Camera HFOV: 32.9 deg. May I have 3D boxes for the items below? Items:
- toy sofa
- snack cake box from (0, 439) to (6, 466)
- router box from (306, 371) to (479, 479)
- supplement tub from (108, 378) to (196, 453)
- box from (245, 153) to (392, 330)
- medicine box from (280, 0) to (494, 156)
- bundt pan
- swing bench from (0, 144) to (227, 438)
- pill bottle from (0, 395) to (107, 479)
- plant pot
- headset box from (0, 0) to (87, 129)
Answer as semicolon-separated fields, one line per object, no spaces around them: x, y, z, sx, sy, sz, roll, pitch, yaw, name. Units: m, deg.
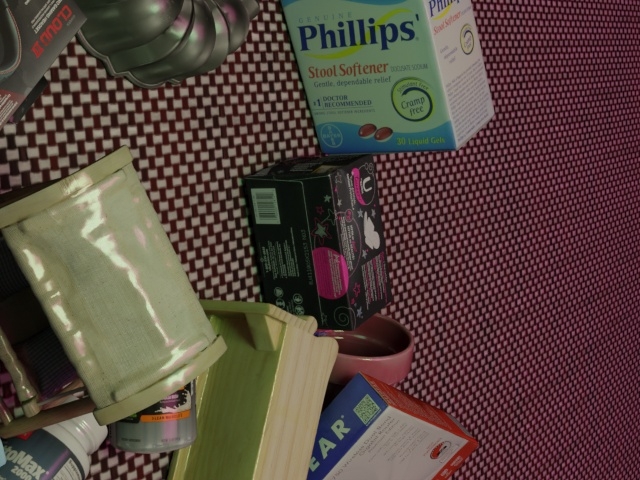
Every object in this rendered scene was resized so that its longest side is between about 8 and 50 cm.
-0.111;0.274;1.555;0.177;0.150;0.362;29;68;-49;toy sofa
-0.433;0.123;1.104;0.089;0.152;0.264;-32;116;-49;snack cake box
0.051;0.387;1.697;0.335;0.082;0.301;-50;141;8;router box
-0.222;0.176;1.428;0.117;0.117;0.190;-6;95;-54;supplement tub
0.000;0.000;1.690;0.142;0.163;0.247;-28;114;-54;box
0.108;-0.298;1.742;0.149;0.263;0.289;-42;124;-45;medicine box
-0.193;-0.371;1.446;0.331;0.124;0.331;-2;92;-55;bundt pan
-0.280;0.063;1.189;0.165;0.255;0.253;-39;109;-47;swing bench
-0.338;0.272;1.279;0.180;0.108;0.108;-53;131;-40;pill bottle
0.039;0.225;1.746;0.201;0.201;0.180;-18;122;-53;plant pot
-0.403;-0.254;1.168;0.293;0.110;0.218;57;47;-38;headset box
